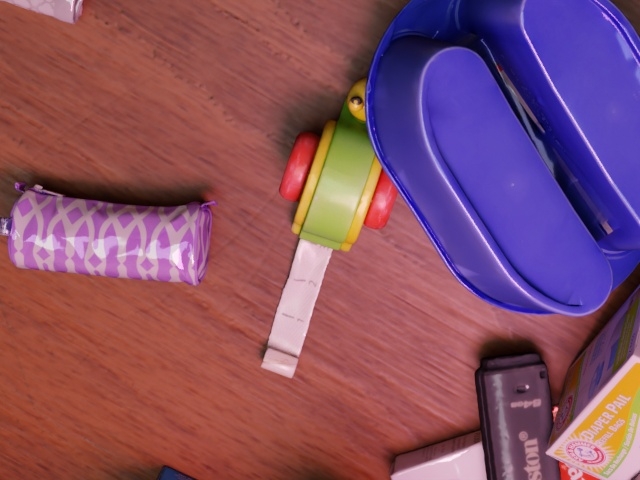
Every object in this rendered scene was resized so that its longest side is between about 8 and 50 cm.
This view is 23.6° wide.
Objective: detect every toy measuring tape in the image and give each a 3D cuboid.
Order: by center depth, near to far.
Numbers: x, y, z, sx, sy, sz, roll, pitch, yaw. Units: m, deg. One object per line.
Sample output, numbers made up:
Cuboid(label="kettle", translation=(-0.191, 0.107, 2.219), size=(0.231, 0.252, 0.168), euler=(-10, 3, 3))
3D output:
Cuboid(label="toy measuring tape", translation=(0.000, 0.000, 1.489), size=(0.121, 0.121, 0.330), euler=(19, 108, 0))

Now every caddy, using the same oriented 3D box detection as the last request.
Cuboid(label="caddy", translation=(0.193, -0.086, 1.413), size=(0.241, 0.179, 0.341), euler=(-35, 101, -8))

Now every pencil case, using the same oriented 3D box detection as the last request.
Cuboid(label="pencil case", translation=(-0.209, -0.006, 1.527), size=(0.206, 0.086, 0.088), euler=(6, 84, 2))

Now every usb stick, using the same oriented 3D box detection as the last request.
Cuboid(label="usb stick", translation=(0.205, 0.252, 1.528), size=(0.077, 0.045, 0.278), euler=(-7, 87, -5))

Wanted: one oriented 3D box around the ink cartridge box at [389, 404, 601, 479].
Cuboid(label="ink cartridge box", translation=(0.212, 0.278, 1.587), size=(0.232, 0.066, 0.189), euler=(-19, 105, 15))

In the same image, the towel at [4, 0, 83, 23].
Cuboid(label="towel", translation=(-0.335, -0.396, 1.430), size=(0.317, 0.053, 0.331), euler=(18, 107, 0))

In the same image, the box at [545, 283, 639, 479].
Cuboid(label="box", translation=(0.308, 0.137, 1.454), size=(0.103, 0.114, 0.203), euler=(25, 143, -2))

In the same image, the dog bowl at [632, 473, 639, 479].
Cuboid(label="dog bowl", translation=(0.453, 0.322, 1.462), size=(0.349, 0.102, 0.348), euler=(7, 140, 6))

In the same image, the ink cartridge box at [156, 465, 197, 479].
Cuboid(label="ink cartridge box", translation=(-0.128, 0.326, 1.563), size=(0.140, 0.190, 0.082), euler=(25, 108, -2))
